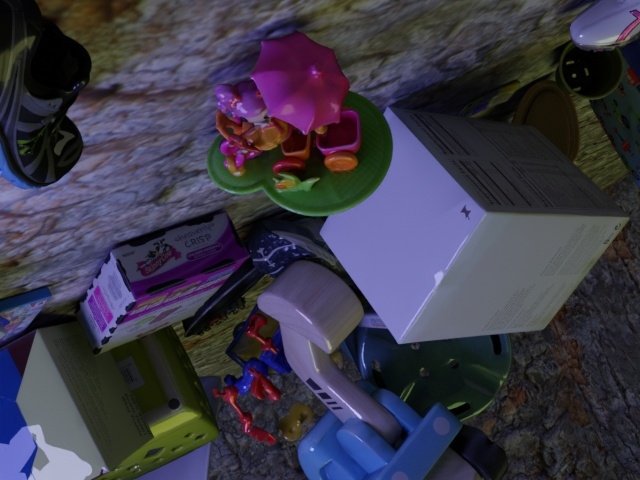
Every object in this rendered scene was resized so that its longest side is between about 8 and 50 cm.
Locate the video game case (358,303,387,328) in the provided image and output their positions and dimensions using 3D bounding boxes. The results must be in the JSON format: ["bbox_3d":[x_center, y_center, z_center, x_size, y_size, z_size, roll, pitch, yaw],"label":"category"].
[{"bbox_3d":[0.187,0.069,1.295,0.227,0.026,0.206,-28,-171,-25],"label":"video game case"}]

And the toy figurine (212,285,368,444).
[{"bbox_3d":[-0.081,0.132,1.447,0.217,0.191,0.362,8,-118,53],"label":"toy figurine"}]

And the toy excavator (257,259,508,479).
[{"bbox_3d":[0.055,0.272,1.305,0.222,0.445,0.433,-46,174,-29],"label":"toy excavator"}]

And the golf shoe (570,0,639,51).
[{"bbox_3d":[0.353,-0.277,0.950,0.186,0.067,0.086,-29,143,12],"label":"golf shoe"}]

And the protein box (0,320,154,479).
[{"bbox_3d":[-0.350,0.226,1.168,0.136,0.199,0.201,-28,177,4],"label":"protein box"}]

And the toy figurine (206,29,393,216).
[{"bbox_3d":[-0.033,-0.107,0.731,0.173,0.130,0.159,-4,158,9],"label":"toy figurine"}]

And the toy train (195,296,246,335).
[{"bbox_3d":[-0.202,0.147,1.706,0.158,0.027,0.036,-34,157,34],"label":"toy train"}]

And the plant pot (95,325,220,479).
[{"bbox_3d":[-0.311,0.249,1.408,0.228,0.227,0.207,-25,163,-11],"label":"plant pot"}]

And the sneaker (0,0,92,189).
[{"bbox_3d":[-0.169,-0.084,0.523,0.078,0.067,0.188,-20,166,-7],"label":"sneaker"}]

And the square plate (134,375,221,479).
[{"bbox_3d":[-0.348,0.394,1.505,0.344,0.347,0.049,-6,134,7],"label":"square plate"}]

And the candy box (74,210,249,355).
[{"bbox_3d":[-0.208,0.058,1.114,0.159,0.071,0.233,-21,167,-33],"label":"candy box"}]

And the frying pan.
[{"bbox_3d":[-0.098,0.042,1.382,0.326,0.053,0.197,-39,175,-36],"label":"frying pan"}]

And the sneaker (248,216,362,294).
[{"bbox_3d":[0.000,0.000,1.303,0.110,0.122,0.283,-17,156,38],"label":"sneaker"}]

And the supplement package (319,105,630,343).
[{"bbox_3d":[0.183,-0.018,1.069,0.263,0.198,0.199,0,131,-38],"label":"supplement package"}]

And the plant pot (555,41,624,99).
[{"bbox_3d":[0.344,-0.221,1.152,0.083,0.083,0.079,-27,-179,0],"label":"plant pot"}]

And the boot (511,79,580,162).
[{"bbox_3d":[0.315,-0.129,1.354,0.109,0.283,0.220,-11,-155,0],"label":"boot"}]

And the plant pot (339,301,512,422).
[{"bbox_3d":[0.184,0.156,1.587,0.341,0.341,0.334,-28,-170,5],"label":"plant pot"}]

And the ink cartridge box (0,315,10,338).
[{"bbox_3d":[-0.420,0.140,0.848,0.223,0.045,0.224,-41,166,-7],"label":"ink cartridge box"}]

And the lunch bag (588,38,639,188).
[{"bbox_3d":[0.513,-0.184,1.335,0.138,0.221,0.293,-31,170,16],"label":"lunch bag"}]

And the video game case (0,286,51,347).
[{"bbox_3d":[-0.397,0.107,1.035,0.119,0.015,0.166,-19,167,-40],"label":"video game case"}]

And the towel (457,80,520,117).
[{"bbox_3d":[0.227,-0.188,1.182,0.083,0.009,0.060,-24,170,-17],"label":"towel"}]
